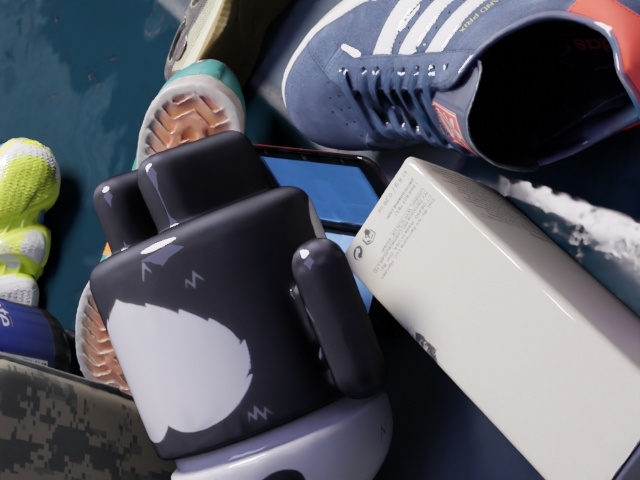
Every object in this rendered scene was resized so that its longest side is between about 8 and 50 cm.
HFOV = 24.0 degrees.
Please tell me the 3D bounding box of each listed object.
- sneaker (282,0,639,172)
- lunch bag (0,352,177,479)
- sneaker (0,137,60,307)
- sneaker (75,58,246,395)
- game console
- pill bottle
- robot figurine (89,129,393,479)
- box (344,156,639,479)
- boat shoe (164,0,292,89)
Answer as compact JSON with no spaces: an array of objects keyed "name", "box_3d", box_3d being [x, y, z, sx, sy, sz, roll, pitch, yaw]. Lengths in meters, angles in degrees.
[{"name":"sneaker","box_3d":[0.094,-0.105,1.031,0.350,0.131,0.148,-14,36,41]},{"name":"lunch bag","box_3d":[-0.245,0.235,1.167,0.256,0.305,0.213,-19,61,35]},{"name":"sneaker","box_3d":[-0.318,0.012,1.466,0.126,0.091,0.240,32,101,63]},{"name":"sneaker","box_3d":[-0.122,-0.010,1.271,0.121,0.108,0.302,-72,3,-67]},{"name":"game console","box_3d":[0.000,0.000,1.151,0.144,0.085,0.124,9,84,45]},{"name":"pill bottle","box_3d":[-0.296,0.108,1.305,0.123,0.219,0.123,-14,68,40]},{"name":"robot figurine","box_3d":[-0.059,0.069,1.061,0.173,0.209,0.278,-22,91,-4]},{"name":"box","box_3d":[0.140,0.063,0.982,0.094,0.113,0.275,-57,46,16]},{"name":"boat shoe","box_3d":[-0.073,-0.212,1.290,0.073,0.080,0.223,43,112,37]}]
